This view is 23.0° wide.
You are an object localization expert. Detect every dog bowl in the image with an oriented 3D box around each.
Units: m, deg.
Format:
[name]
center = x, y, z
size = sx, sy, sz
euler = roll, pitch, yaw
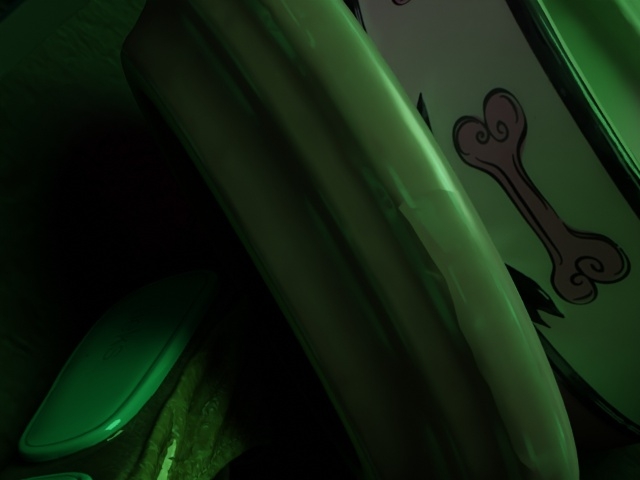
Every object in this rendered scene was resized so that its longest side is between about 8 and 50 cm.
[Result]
[dog bowl]
center = 0.152, -0.049, 0.984
size = 0.408, 0.150, 0.408
euler = 46, 24, -28

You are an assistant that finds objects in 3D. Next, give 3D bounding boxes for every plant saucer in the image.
[plant saucer]
center = 0.000, 0.000, 0.752
size = 0.332, 0.084, 0.332
euler = 59, -6, 10

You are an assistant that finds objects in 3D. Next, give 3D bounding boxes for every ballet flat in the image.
[ballet flat]
center = -0.102, 0.132, 0.636
size = 0.124, 0.116, 0.342
euler = 66, 27, -14

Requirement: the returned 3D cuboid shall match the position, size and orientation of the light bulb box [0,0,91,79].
[light bulb box]
center = -0.182, -0.202, 0.541
size = 0.225, 0.361, 0.358
euler = 35, 47, -25
